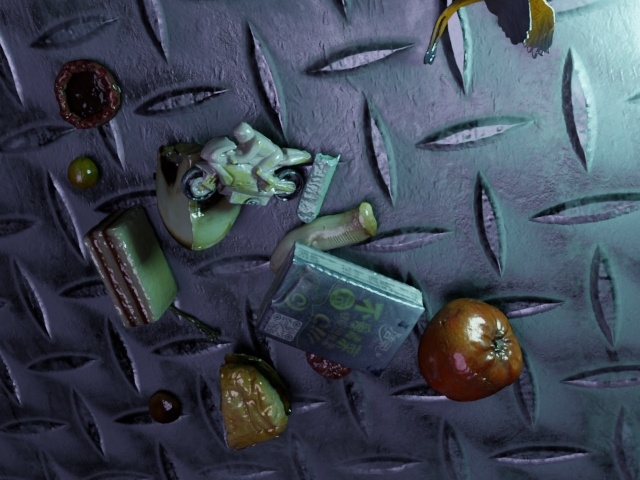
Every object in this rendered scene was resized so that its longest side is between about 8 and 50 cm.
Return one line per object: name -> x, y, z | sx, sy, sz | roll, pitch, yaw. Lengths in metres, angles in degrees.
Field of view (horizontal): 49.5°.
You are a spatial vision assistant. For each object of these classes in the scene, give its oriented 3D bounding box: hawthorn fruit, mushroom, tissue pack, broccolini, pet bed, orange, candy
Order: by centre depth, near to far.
hawthorn fruit -> 0.375, 0.314, 1.868 | 0.276, 0.276, 0.307 | 43, 130, -6
mushroom -> 0.000, 0.000, 1.912 | 0.351, 0.095, 0.123 | -25, 121, 25
tissue pack -> 0.049, 0.200, 1.918 | 0.394, 0.124, 0.288 | 22, 121, -11
mushroom -> -0.344, -0.153, 1.925 | 0.217, 0.212, 0.292 | 32, 137, 48
pet bed -> -0.649, -0.407, 1.927 | 0.201, 0.053, 0.201 | 3, 111, 8
orange -> -0.689, -0.196, 2.012 | 0.085, 0.085, 0.095 | -2, 102, 16
candy -> -0.548, 0.077, 2.035 | 0.135, 0.179, 0.321 | -15, 107, 20
broccolini -> -0.407, 0.245, 2.152 | 0.218, 0.042, 0.044 | 35, 116, 0
mushroom -> -0.523, 0.561, 2.313 | 0.123, 0.052, 0.123 | 7, 114, 16

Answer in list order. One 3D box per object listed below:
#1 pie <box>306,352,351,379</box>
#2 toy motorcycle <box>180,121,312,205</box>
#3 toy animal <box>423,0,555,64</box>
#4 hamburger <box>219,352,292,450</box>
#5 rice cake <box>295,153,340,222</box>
pie -> 0.028, 0.351, 2.086 | 0.154, 0.036, 0.154 | 5, 115, 12
toy motorcycle -> -0.185, -0.197, 1.795 | 0.340, 0.108, 0.223 | 2, 119, -28
toy animal -> 0.379, -0.558, 1.580 | 0.284, 0.225, 0.302 | 8, 103, 34
hamburger -> -0.189, 0.500, 2.138 | 0.209, 0.162, 0.330 | 2, 111, 11
rice cake -> -0.012, -0.143, 1.865 | 0.063, 0.069, 0.206 | 23, 118, 4
